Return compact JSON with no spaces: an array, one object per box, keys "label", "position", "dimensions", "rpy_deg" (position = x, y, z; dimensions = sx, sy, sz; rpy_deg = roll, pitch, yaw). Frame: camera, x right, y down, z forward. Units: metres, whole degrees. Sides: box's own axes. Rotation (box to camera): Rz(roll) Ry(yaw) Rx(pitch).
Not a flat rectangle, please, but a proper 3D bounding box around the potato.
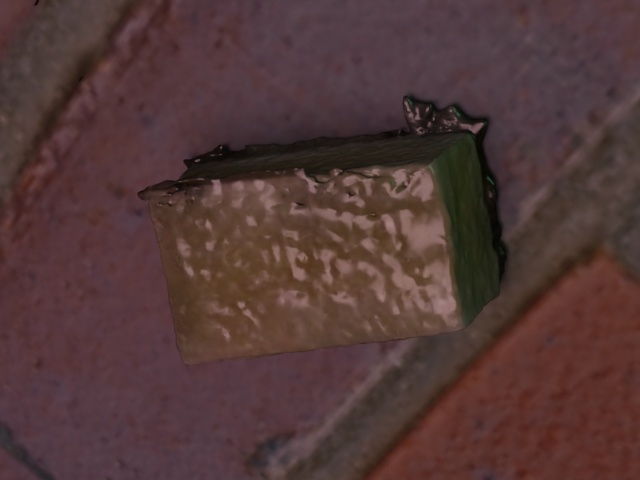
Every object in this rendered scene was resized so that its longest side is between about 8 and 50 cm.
[{"label":"potato","position":[0.002,0.000,0.578],"dimensions":[0.122,0.061,0.086],"rpy_deg":[-7,107,23]}]
